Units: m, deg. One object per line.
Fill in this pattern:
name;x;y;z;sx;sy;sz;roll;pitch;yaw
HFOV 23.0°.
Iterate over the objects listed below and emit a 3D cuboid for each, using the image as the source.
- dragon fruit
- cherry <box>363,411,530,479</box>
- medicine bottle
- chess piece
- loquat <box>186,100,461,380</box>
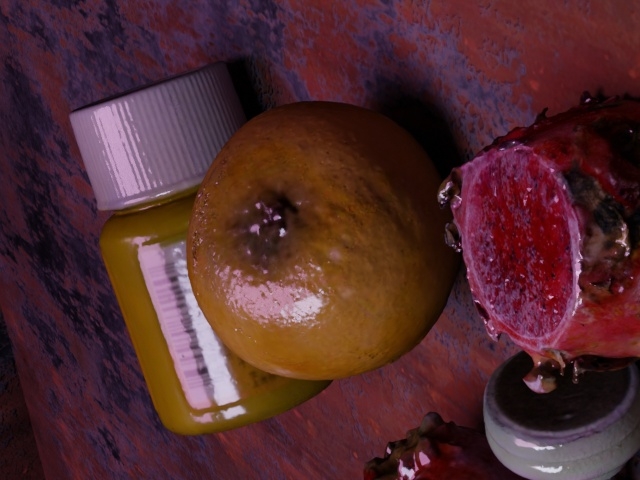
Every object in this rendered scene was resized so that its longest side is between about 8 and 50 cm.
dragon fruit;0.189;0.004;1.213;0.282;0.147;0.211;13;122;60
cherry;0.135;0.295;1.518;0.250;0.192;0.175;50;169;16
medicine bottle;-0.134;0.007;1.785;0.224;0.224;0.384;0;111;64
chess piece;0.232;0.222;1.361;0.139;0.139;0.272;36;153;50
loquat;0.000;0.000;1.465;0.263;0.263;0.263;45;147;41
